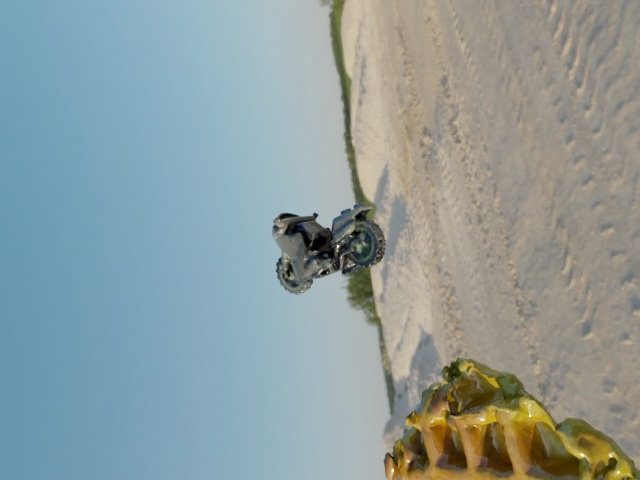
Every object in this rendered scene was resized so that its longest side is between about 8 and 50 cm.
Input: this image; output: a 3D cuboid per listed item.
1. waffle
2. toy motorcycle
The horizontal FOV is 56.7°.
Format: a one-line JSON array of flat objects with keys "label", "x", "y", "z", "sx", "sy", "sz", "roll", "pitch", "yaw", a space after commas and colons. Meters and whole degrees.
[{"label": "waffle", "x": 0.153, "y": 0.261, "z": 0.462, "sx": 0.302, "sy": 0.068, "sz": 0.325, "roll": 41, "pitch": 131, "yaw": 44}, {"label": "toy motorcycle", "x": 0.000, "y": 0.000, "z": 1.064, "sx": 0.106, "sy": 0.270, "sz": 0.159, "roll": -13, "pitch": -100, "yaw": -46}]
